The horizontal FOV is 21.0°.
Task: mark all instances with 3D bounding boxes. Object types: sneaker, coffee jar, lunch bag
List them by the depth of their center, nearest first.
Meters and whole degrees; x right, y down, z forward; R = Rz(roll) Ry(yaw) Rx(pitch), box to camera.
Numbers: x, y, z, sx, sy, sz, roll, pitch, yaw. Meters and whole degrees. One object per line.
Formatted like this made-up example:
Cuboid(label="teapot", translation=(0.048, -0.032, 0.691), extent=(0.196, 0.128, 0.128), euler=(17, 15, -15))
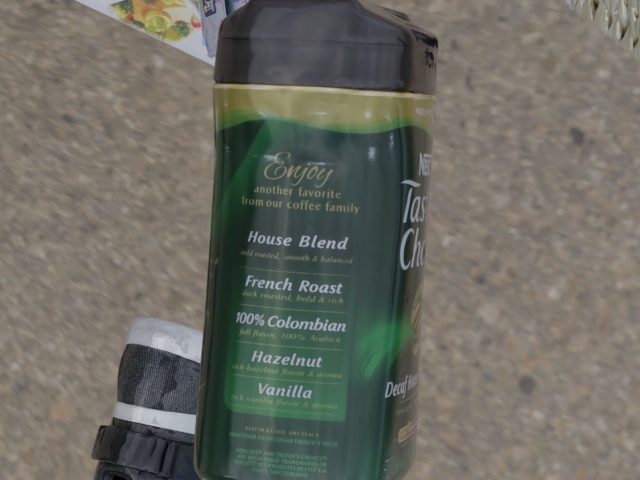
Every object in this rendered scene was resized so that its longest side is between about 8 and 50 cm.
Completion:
Cuboid(label="coffee jar", translation=(0.000, 0.000, 0.646), extent=(0.079, 0.096, 0.184), euler=(4, 95, 16))
Cuboid(label="sneaker", translation=(-0.065, 0.133, 0.979), extent=(0.217, 0.079, 0.121), euler=(42, 63, -55))
Cuboid(label="lunch bag", translation=(-0.046, -0.159, 1.140), extent=(0.053, 0.083, 0.071), euler=(-9, 95, -60))

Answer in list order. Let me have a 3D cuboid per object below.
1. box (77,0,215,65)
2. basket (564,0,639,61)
Cuboid(label="box", translation=(-0.113, -0.231, 1.886), extent=(0.324, 0.067, 0.063), euler=(25, 116, -5))
Cuboid(label="basket", translation=(0.234, -0.181, 0.999), extent=(0.167, 0.103, 0.113), euler=(-14, 128, -14))
